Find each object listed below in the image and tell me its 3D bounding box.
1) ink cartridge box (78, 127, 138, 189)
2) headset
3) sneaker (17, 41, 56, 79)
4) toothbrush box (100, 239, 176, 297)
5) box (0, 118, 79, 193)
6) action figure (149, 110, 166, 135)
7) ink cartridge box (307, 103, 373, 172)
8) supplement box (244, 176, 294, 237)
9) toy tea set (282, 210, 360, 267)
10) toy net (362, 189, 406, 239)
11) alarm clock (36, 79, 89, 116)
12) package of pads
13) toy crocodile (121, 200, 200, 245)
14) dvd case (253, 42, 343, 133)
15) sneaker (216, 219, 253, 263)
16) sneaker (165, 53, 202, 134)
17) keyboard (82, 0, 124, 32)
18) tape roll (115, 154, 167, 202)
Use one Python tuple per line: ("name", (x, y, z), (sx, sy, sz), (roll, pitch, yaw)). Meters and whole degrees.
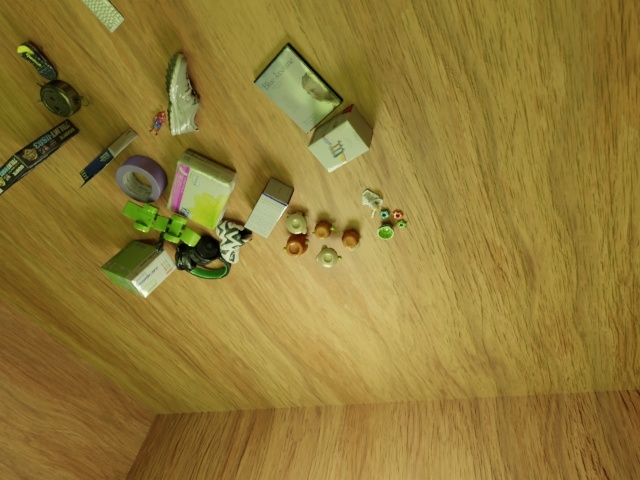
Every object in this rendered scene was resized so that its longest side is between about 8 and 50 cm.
("ink cartridge box", (-0.833, -0.318, 1.615), (0.223, 0.224, 0.045), (-24, 123, 31))
("headset", (-0.593, 0.083, 1.952), (0.243, 0.185, 0.394), (-17, 136, 27))
("sneaker", (-0.998, -0.637, 1.485), (0.053, 0.059, 0.144), (-27, 144, 1))
("toothbrush box", (-0.862, 0.127, 1.986), (0.283, 0.206, 0.122), (10, 138, 36))
("box", (-1.130, -0.323, 1.637), (0.293, 0.295, 0.073), (-21, 123, 29))
("action figure", (-0.610, -0.444, 1.578), (0.038, 0.030, 0.115), (36, 128, -13))
("ink cartridge box", (0.068, -0.345, 1.426), (0.176, 0.128, 0.127), (-25, 122, 33))
("supplement box", (-0.210, -0.131, 1.707), (0.114, 0.111, 0.220), (27, 132, -11))
("toy tea set", (0.000, 0.000, 1.801), (0.336, 0.124, 0.200), (17, 104, 3))
("toy net", (0.246, -0.107, 1.658), (0.122, 0.045, 0.232), (-20, 124, 29))
("alarm clock", (-0.959, -0.527, 1.569), (0.192, 0.064, 0.129), (5, 133, 5))
("package of pads", (-0.487, -0.198, 1.722), (0.229, 0.101, 0.296), (25, 134, -8))
("toy crocodile", (-0.675, -0.074, 1.783), (0.340, 0.105, 0.115), (22, 89, -1))
("dvd case", (-0.074, -0.497, 1.395), (0.253, 0.022, 0.180), (40, 129, -22))
("sneaker", (-0.368, 0.016, 1.893), (0.153, 0.094, 0.235), (7, 124, 19))
("sneaker", (-0.473, -0.506, 1.460), (0.115, 0.105, 0.281), (-7, 135, -26))
("keyboard", (-0.733, -0.782, 1.304), (0.072, 0.014, 0.256), (-23, 123, 31))
("tape roll", (-0.745, -0.255, 1.751), (0.189, 0.080, 0.189), (7, 132, 8))
